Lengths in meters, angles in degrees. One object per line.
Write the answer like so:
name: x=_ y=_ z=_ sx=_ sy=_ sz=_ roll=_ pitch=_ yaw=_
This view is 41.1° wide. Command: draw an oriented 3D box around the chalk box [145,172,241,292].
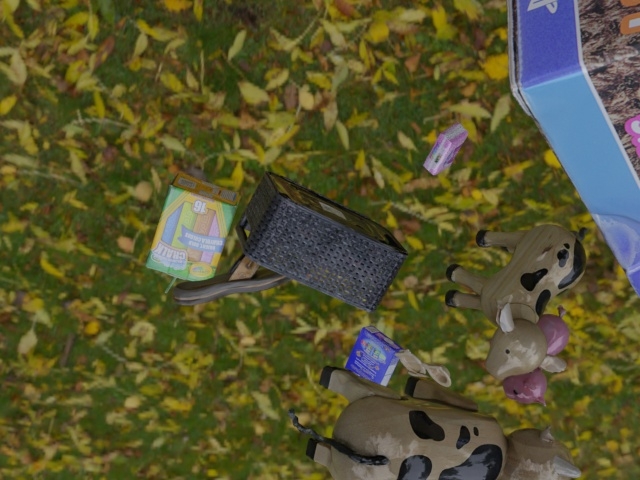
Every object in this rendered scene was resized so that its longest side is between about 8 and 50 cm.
chalk box: x=-0.246 y=0.000 z=1.618 sx=0.132 sy=0.132 sz=0.213 roll=17 pitch=104 yaw=-7

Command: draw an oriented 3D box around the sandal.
sandal: x=-0.103 y=0.039 z=1.191 sx=0.220 sy=0.090 sz=0.060 roll=-12 pitch=97 yaw=2

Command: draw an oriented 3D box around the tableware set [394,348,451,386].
tableware set: x=0.210 y=0.267 z=1.568 sx=0.141 sy=0.020 sz=0.168 roll=0 pitch=127 yaw=57

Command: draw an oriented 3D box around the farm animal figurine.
farm animal figurine: x=0.140 y=0.159 z=0.761 sx=0.327 sy=0.172 sz=0.330 roll=-9 pitch=102 yaw=-29

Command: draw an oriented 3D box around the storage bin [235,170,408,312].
storage bin: x=0.000 y=0.000 z=1.021 sx=0.180 sy=0.122 sz=0.084 roll=26 pitch=103 yaw=-20

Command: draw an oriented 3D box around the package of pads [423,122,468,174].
package of pads: x=0.205 y=-0.150 z=1.396 sx=0.050 sy=0.032 sz=0.083 roll=-31 pitch=157 yaw=-34

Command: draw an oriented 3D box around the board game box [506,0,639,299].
board game box: x=0.257 y=-0.085 z=0.359 sx=0.291 sy=0.141 sz=0.232 roll=-14 pitch=142 yaw=29

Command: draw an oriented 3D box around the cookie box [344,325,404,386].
cookie box: x=0.106 y=0.242 z=1.728 sx=0.040 sy=0.092 sz=0.107 roll=-1 pitch=120 yaw=-52
